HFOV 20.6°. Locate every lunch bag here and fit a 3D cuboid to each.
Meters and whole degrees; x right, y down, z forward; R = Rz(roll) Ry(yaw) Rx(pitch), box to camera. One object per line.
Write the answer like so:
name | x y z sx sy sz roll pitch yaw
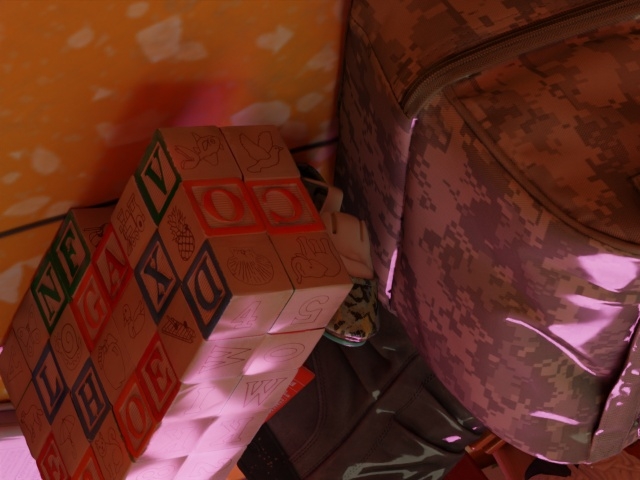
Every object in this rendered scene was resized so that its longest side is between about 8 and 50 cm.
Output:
lunch bag | 0.149 -0.021 1.125 0.212 0.256 0.305 -17 150 -15

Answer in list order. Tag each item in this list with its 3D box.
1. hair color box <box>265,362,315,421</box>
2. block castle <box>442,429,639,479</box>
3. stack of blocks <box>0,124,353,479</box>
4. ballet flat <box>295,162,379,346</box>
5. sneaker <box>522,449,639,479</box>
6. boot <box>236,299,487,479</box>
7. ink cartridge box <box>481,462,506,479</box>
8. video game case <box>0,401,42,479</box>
hair color box | -0.096 0.116 1.289 0.167 0.093 0.053 -42 142 7
block castle | 0.289 0.114 1.504 0.453 0.213 0.303 -38 149 20
stack of blocks | -0.105 0.056 1.135 0.087 0.171 0.297 -5 144 -34
ballet flat | 0.000 0.000 1.139 0.070 0.188 0.070 -8 117 -15
sneaker | 0.225 0.242 1.406 0.235 0.094 0.153 7 132 -40
boot | 0.080 0.175 1.352 0.222 0.338 0.118 -33 -166 18
ink cartridge box | 0.200 0.309 1.840 0.154 0.093 0.212 -22 153 -8
video game case | -0.258 0.233 1.435 0.300 0.036 0.329 -2 141 -36
